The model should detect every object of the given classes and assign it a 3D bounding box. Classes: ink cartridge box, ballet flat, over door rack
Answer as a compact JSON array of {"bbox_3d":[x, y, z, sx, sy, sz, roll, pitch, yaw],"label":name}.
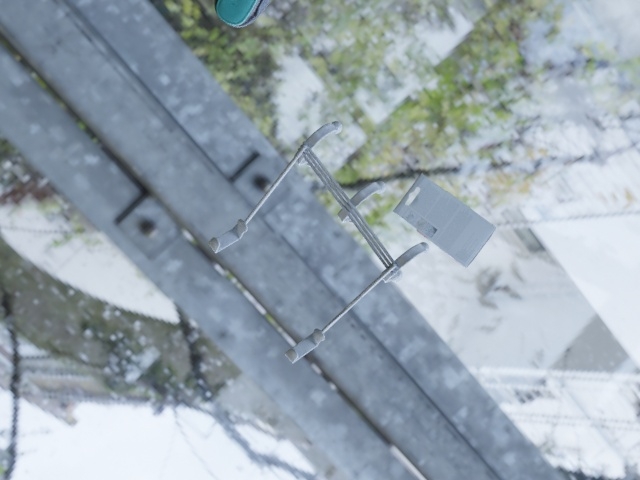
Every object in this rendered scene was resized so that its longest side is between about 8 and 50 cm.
[{"bbox_3d":[0.152,-0.025,1.412,0.063,0.115,0.029,-53,178,2],"label":"ink cartridge box"},{"bbox_3d":[-0.049,-0.323,1.254,0.203,0.074,0.074,-52,-163,28],"label":"ballet flat"},{"bbox_3d":[0.000,0.000,1.729,0.108,0.239,0.324,-27,168,-47],"label":"over door rack"}]
